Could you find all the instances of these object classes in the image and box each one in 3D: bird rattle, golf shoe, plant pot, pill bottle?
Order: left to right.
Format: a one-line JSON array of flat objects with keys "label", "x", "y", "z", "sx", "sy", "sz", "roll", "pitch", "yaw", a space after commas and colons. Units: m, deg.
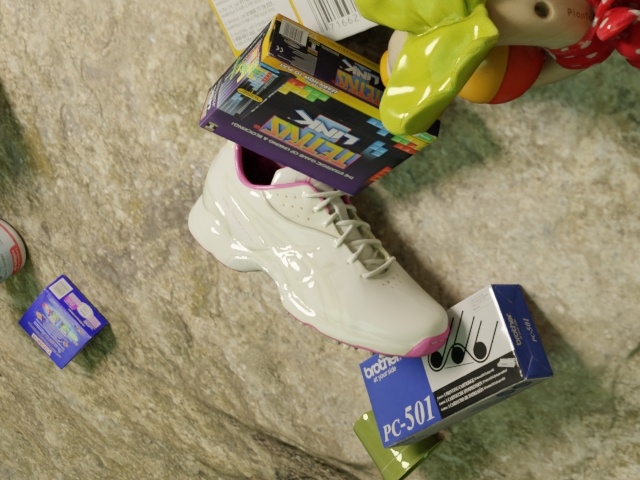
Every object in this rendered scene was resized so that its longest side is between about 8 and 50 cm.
[{"label": "pill bottle", "x": -0.470, "y": 0.039, "z": 1.275, "sx": 0.087, "sy": 0.160, "sz": 0.087, "roll": 18, "pitch": 127, "yaw": 25}, {"label": "golf shoe", "x": 0.000, "y": 0.000, "z": 0.960, "sx": 0.306, "sy": 0.115, "sz": 0.140, "roll": 31, "pitch": 123, "yaw": 21}, {"label": "plant pot", "x": 0.080, "y": 0.220, "z": 1.086, "sx": 0.079, "sy": 0.083, "sz": 0.083, "roll": 48, "pitch": 134, "yaw": 16}, {"label": "bird rattle", "x": 0.146, "y": -0.159, "z": 0.734, "sx": 0.207, "sy": 0.254, "sz": 0.143, "roll": 161, "pitch": 99, "yaw": -75}]

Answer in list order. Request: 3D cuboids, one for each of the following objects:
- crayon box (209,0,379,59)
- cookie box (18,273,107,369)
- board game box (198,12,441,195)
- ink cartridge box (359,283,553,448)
[{"label": "crayon box", "x": -0.040, "y": -0.320, "z": 0.806, "sx": 0.203, "sy": 0.083, "sz": 0.323, "roll": -13, "pitch": 111, "yaw": 38}, {"label": "cookie box", "x": -0.350, "y": 0.111, "z": 1.322, "sx": 0.092, "sy": 0.040, "sz": 0.107, "roll": 48, "pitch": 133, "yaw": -2}, {"label": "board game box", "x": -0.001, "y": -0.113, "z": 0.866, "sx": 0.170, "sy": 0.048, "sz": 0.141, "roll": 23, "pitch": 149, "yaw": -22}, {"label": "ink cartridge box", "x": 0.128, "y": 0.130, "z": 0.979, "sx": 0.207, "sy": 0.046, "sz": 0.097, "roll": -39, "pitch": 59, "yaw": 43}]
